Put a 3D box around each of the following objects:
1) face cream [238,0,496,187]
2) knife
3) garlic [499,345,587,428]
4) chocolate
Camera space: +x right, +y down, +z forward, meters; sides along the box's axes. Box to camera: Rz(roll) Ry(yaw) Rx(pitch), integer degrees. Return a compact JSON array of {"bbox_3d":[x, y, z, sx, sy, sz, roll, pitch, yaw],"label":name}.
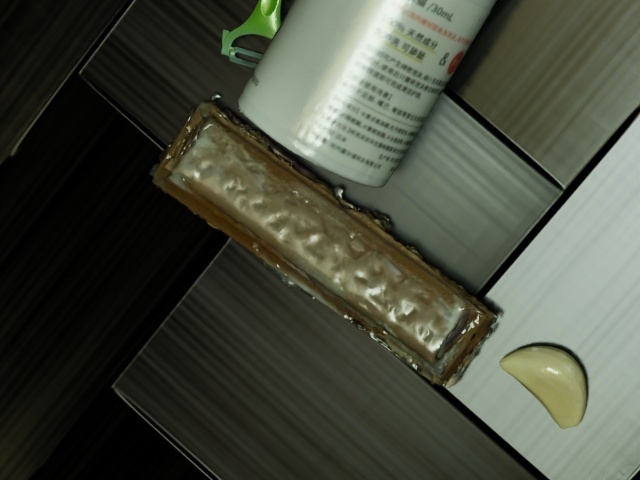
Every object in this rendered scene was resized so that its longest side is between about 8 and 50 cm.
[{"bbox_3d":[0.083,-0.234,1.566,0.145,0.145,0.370,32,102,9],"label":"face cream"},{"bbox_3d":[-0.032,-0.226,1.658,0.078,0.022,0.166,17,101,7],"label":"knife"},{"bbox_3d":[0.195,0.119,1.630,0.053,0.041,0.083,-39,93,20],"label":"garlic"},{"bbox_3d":[-0.003,0.003,1.654,0.329,0.065,0.102,36,104,10],"label":"chocolate"}]
